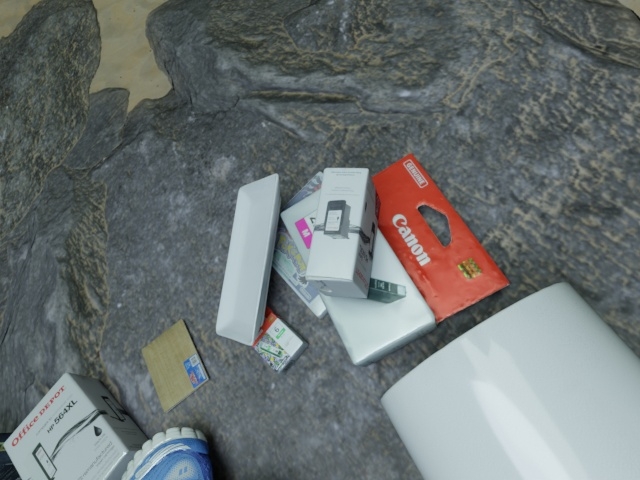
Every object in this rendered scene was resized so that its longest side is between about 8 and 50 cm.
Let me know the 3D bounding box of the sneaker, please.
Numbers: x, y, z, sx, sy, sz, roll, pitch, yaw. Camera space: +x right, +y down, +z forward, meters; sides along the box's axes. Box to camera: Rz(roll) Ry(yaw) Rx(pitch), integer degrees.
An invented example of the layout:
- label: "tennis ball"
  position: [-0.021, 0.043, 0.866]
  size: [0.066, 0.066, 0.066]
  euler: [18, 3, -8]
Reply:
- label: "sneaker"
  position: [-0.268, 0.426, 0.545]
  size: [0.330, 0.130, 0.147]
  euler: [-51, 39, -4]

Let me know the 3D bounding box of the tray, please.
- label: "tray"
  position: [-0.116, 0.031, 0.678]
  size: [0.145, 0.030, 0.270]
  euler: [-5, 75, 53]

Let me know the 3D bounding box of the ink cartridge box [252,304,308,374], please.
- label: "ink cartridge box"
  position: [-0.081, 0.155, 0.658]
  size: [0.115, 0.029, 0.063]
  euler: [37, 86, 29]

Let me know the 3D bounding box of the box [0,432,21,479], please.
- label: "box"
  position: [-0.627, 0.421, 0.673]
  size: [0.233, 0.183, 0.059]
  euler: [-44, 61, 1]

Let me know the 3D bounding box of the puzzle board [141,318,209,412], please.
- label: "puzzle board"
  position: [-0.257, 0.218, 0.711]
  size: [0.096, 0.011, 0.128]
  euler: [-38, 62, 2]

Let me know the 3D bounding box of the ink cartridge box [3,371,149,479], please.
- label: "ink cartridge box"
  position: [-0.395, 0.342, 0.663]
  size: [0.203, 0.086, 0.148]
  euler: [30, 74, 28]

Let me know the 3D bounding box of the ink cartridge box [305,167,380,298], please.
- label: "ink cartridge box"
  position: [0.035, -0.005, 0.541]
  size: [0.063, 0.109, 0.150]
  euler: [4, 72, 18]

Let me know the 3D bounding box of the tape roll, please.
- label: "tape roll"
  position: [0.208, 0.181, 0.414]
  size: [0.246, 0.246, 0.169]
  euler: [-34, 61, 5]

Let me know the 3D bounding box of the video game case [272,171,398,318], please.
- label: "video game case"
  position: [0.000, 0.000, 0.693]
  size: [0.183, 0.023, 0.201]
  euler: [-45, 61, -1]

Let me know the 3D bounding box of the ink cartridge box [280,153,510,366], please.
- label: "ink cartridge box"
  position: [0.098, 0.010, 0.608]
  size: [0.239, 0.060, 0.275]
  euler: [-32, 62, 8]
